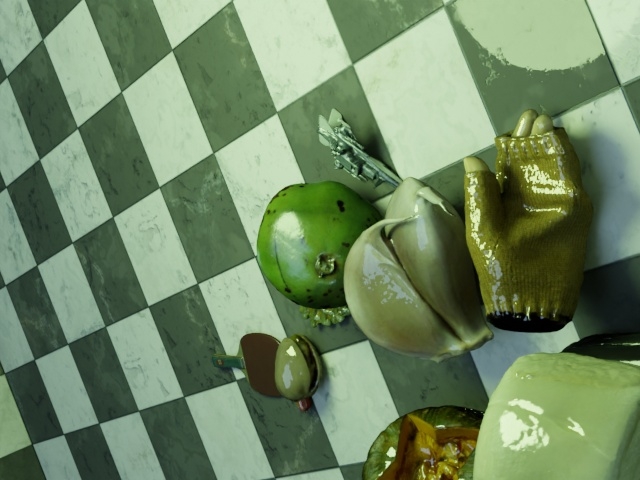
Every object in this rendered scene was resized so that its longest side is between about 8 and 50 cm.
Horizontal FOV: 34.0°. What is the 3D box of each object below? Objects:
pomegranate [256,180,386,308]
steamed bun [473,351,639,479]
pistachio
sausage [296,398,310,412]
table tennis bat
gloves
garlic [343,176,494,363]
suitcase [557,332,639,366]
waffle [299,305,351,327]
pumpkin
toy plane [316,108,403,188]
[{"bbox_3d":[0.000,0.000,1.987,0.270,0.254,0.254,-99,14,-61],"label":"pomegranate"},{"bbox_3d":[0.351,0.304,1.438,0.290,0.272,0.273,-6,99,40],"label":"steamed bun"},{"bbox_3d":[-0.050,0.274,2.242,0.113,0.113,0.149,-3,91,48],"label":"pistachio"},{"bbox_3d":[-0.050,0.321,2.311,0.034,0.034,0.129,-13,96,49],"label":"sausage"},{"bbox_3d":[-0.159,0.285,2.426,0.274,0.021,0.154,-3,103,46],"label":"table tennis bat"},{"bbox_3d":[0.327,-0.030,1.658,0.203,0.155,0.356,2,94,12],"label":"gloves"},{"bbox_3d":[0.144,0.043,1.793,0.246,0.231,0.340,-110,-1,-50],"label":"garlic"},{"bbox_3d":[0.504,0.316,1.594,0.339,0.188,0.345,-9,97,50],"label":"suitcase"},{"bbox_3d":[-0.001,0.096,2.168,0.183,0.036,0.169,-36,80,49],"label":"waffle"},{"bbox_3d":[0.217,0.445,1.879,0.320,0.320,0.192,21,152,41],"label":"pumpkin"},{"bbox_3d":[0.065,-0.153,1.965,0.234,0.082,0.160,50,162,23],"label":"toy plane"}]
